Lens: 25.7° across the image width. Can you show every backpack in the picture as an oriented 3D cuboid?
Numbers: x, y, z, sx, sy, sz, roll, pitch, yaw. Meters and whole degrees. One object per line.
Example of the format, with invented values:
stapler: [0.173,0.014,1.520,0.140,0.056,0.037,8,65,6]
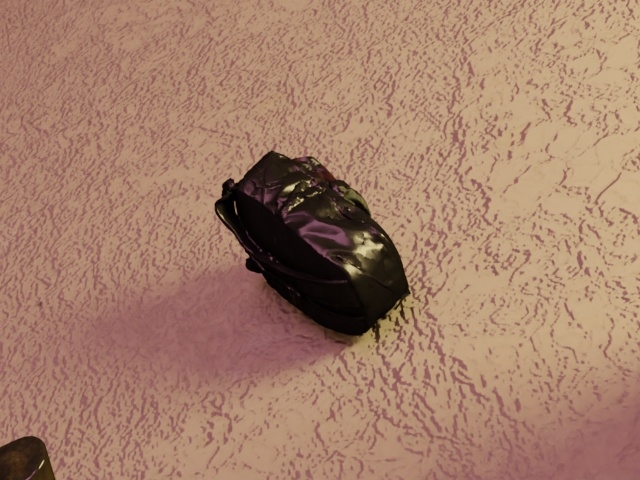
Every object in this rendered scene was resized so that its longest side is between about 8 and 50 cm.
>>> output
backpack: [0.002,0.003,1.167,0.165,0.120,0.106,34,68,31]

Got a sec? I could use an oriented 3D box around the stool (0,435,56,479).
stool: [-0.264,0.253,0.965,0.272,0.178,0.272,-17,38,14]
